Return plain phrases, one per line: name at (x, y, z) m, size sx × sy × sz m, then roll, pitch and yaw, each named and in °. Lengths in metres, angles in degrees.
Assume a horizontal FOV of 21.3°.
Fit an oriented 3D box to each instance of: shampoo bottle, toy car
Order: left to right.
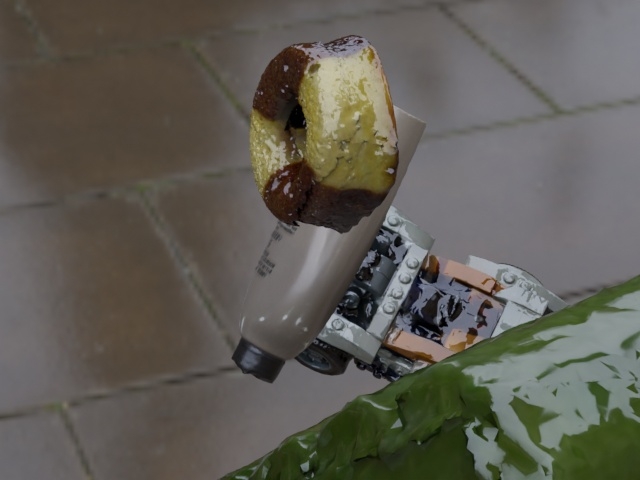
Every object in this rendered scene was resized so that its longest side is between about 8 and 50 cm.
shampoo bottle at (0.000, 0.000, 1.423) m, size 0.078 × 0.257 × 0.127 m, roll 28°, pitch 5°, yaw -16°
toy car at (0.088, 0.072, 1.710) m, size 0.301 × 0.118 × 0.193 m, roll 29°, pitch 65°, yaw 3°

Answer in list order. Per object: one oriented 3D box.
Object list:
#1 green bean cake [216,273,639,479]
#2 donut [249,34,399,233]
green bean cake at (0.115, 0.204, 0.714) m, size 0.218 × 0.335 × 0.319 m, roll -19°, pitch -6°, yaw -34°
donut at (0.000, -0.070, 1.139) m, size 0.059 × 0.140 × 0.140 m, roll -2°, pitch 29°, yaw -26°
